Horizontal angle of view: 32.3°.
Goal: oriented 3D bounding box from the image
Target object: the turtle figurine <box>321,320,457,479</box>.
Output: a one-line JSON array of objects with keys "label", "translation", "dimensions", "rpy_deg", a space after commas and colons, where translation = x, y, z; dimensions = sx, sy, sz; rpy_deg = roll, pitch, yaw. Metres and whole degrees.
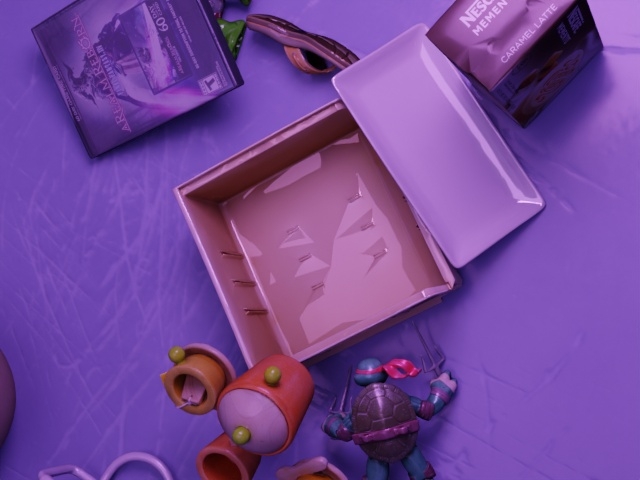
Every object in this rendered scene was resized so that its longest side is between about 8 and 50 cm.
[{"label": "turtle figurine", "translation": [0.078, 0.223, 1.325], "dimensions": [0.175, 0.118, 0.234], "rpy_deg": [-12, 88, 17]}]

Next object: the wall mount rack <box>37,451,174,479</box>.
[{"label": "wall mount rack", "translation": [-0.277, 0.460, 1.414], "dimensions": [0.304, 0.130, 0.350], "rpy_deg": [31, 97, 18]}]

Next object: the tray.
[{"label": "tray", "translation": [0.139, -0.113, 1.321], "dimensions": [0.145, 0.030, 0.270], "rpy_deg": [-34, 91, -14]}]

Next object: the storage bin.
[{"label": "storage bin", "translation": [0.000, 0.000, 1.357], "dimensions": [0.260, 0.123, 0.262], "rpy_deg": [-28, 77, 15]}]

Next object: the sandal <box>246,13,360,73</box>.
[{"label": "sandal", "translation": [-0.021, -0.241, 1.414], "dimensions": [0.180, 0.072, 0.049], "rpy_deg": [26, 110, 20]}]

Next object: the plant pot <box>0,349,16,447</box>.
[{"label": "plant pot", "translation": [-0.523, 0.214, 1.482], "dimensions": [0.284, 0.191, 0.284], "rpy_deg": [-1, 86, 18]}]

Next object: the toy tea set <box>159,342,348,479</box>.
[{"label": "toy tea set", "translation": [-0.079, 0.278, 1.289], "dimensions": [0.200, 0.124, 0.336], "rpy_deg": [-8, 112, 30]}]

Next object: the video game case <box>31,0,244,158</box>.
[{"label": "video game case", "translation": [-0.244, -0.242, 1.442], "dimensions": [0.274, 0.026, 0.196], "rpy_deg": [-21, 96, 33]}]

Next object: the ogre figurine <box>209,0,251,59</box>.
[{"label": "ogre figurine", "translation": [-0.153, -0.310, 1.450], "dimensions": [0.118, 0.097, 0.197], "rpy_deg": [15, 121, 6]}]

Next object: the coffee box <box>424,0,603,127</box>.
[{"label": "coffee box", "translation": [0.223, -0.223, 1.232], "dimensions": [0.098, 0.246, 0.141], "rpy_deg": [45, 100, 16]}]
